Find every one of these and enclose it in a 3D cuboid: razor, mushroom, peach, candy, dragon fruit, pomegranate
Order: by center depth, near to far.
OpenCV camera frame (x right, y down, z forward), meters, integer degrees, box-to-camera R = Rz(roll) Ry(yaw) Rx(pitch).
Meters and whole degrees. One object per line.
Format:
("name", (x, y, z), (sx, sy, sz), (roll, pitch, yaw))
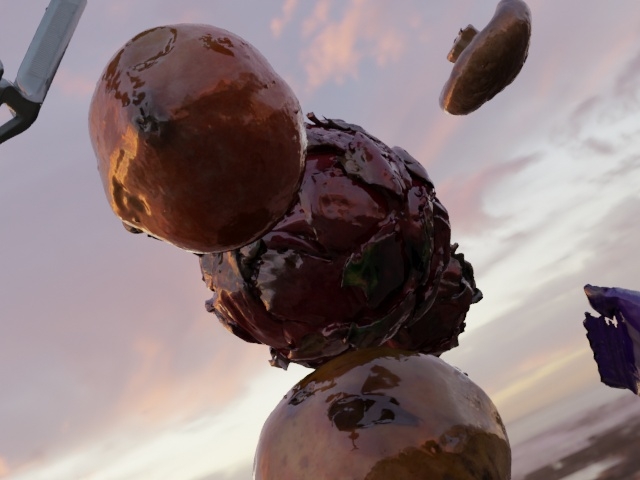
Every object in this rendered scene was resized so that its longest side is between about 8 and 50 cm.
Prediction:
("razor", (-0.221, -0.135, 0.930), (0.111, 0.056, 0.278), (-58, 9, 28))
("candy", (0.343, 0.107, 0.974), (0.275, 0.145, 0.070), (13, 52, 35))
("peach", (-0.121, -0.095, 1.106), (0.232, 0.232, 0.232), (-24, -11, -5))
("pomegranate", (0.060, 0.249, 1.248), (0.281, 0.281, 0.281), (-24, -11, -5))
("dragon fruit", (0.002, 0.002, 1.486), (0.329, 0.329, 0.329), (-24, -11, -5))
("dragon fruit", (0.110, 0.088, 1.809), (0.299, 0.244, 0.244), (-4, 6, 43))
("mushroom", (0.328, -0.363, 2.411), (0.278, 0.146, 0.278), (-57, -1, -2))

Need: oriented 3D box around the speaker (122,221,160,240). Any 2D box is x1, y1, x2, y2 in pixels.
("speaker", (-0.282, -0.038, 2.036), (0.094, 0.060, 0.075), (19, 19, 39))
